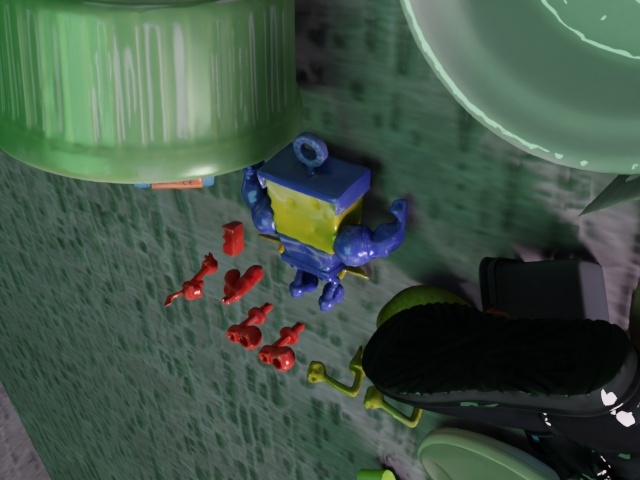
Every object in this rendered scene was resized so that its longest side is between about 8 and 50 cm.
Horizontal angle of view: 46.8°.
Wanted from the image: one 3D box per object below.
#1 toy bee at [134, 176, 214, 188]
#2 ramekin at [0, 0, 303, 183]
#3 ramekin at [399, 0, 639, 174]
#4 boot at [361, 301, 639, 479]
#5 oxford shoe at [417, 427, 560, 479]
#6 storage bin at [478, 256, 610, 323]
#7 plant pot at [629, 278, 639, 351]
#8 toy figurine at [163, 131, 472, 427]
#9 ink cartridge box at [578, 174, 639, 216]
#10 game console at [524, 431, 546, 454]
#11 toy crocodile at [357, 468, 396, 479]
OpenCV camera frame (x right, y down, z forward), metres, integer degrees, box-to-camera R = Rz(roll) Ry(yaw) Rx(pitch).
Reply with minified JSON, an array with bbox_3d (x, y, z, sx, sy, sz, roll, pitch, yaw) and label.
[{"bbox_3d":[-0.188,-0.140,0.869,0.298,0.195,0.162,6,100,56],"label":"toy bee"},{"bbox_3d":[-0.164,-0.189,0.696,0.303,0.303,0.148,26,129,30],"label":"ramekin"},{"bbox_3d":[0.191,-0.193,0.447,0.277,0.135,0.277,27,138,28],"label":"ramekin"},{"bbox_3d":[0.171,0.151,0.592,0.247,0.094,0.207,-4,132,48],"label":"boot"},{"bbox_3d":[0.274,0.367,0.809,0.449,0.130,0.169,34,153,32],"label":"oxford shoe"},{"bbox_3d":[0.204,0.074,0.663,0.091,0.098,0.135,-14,75,40],"label":"storage bin"},{"bbox_3d":[0.335,0.067,0.455,0.229,0.263,0.263,39,146,48],"label":"plant pot"},{"bbox_3d":[0.000,0.000,0.774,0.363,0.191,0.217,23,130,31],"label":"toy figurine"},{"bbox_3d":[0.276,-0.050,0.465,0.179,0.145,0.045,-22,101,52],"label":"ink cartridge box"},{"bbox_3d":[0.236,0.195,0.766,0.085,0.124,0.144,-20,107,24],"label":"game console"},{"bbox_3d":[0.159,0.473,1.073,0.115,0.105,0.340,-29,93,53],"label":"toy crocodile"}]
